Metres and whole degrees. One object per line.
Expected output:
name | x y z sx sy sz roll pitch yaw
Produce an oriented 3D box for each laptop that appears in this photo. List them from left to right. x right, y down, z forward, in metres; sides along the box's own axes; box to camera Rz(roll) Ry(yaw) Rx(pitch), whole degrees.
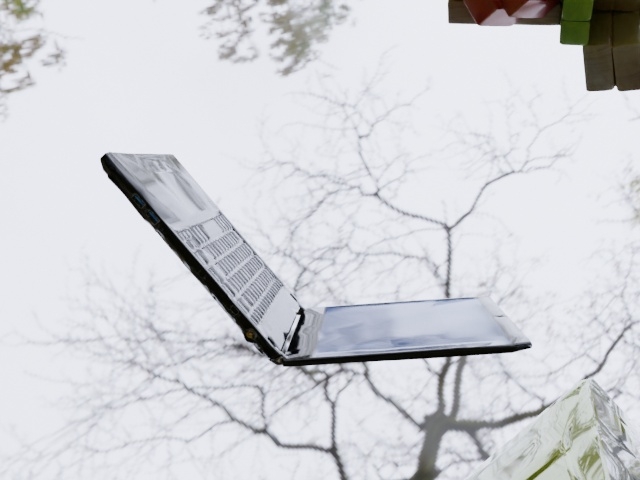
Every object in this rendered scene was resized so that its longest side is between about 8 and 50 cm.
laptop | 0.000 0.000 0.757 0.136 0.234 0.264 -40 -88 4

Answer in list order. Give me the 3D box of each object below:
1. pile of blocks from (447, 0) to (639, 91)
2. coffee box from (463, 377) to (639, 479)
pile of blocks | 0.252 -0.158 0.759 0.362 0.112 0.149 21 -44 -6
coffee box | 0.174 0.346 0.710 0.337 0.338 0.334 -44 -95 12
